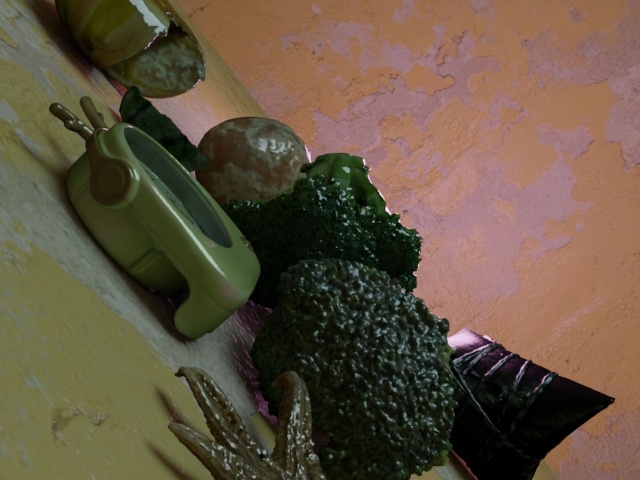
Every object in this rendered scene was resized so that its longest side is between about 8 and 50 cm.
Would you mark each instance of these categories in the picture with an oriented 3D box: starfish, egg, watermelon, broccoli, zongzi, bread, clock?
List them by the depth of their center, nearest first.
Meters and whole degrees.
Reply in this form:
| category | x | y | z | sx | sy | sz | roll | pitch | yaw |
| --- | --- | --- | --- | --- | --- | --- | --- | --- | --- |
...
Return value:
| category | x | y | z | sx | sy | sz | roll | pitch | yaw |
| --- | --- | --- | --- | --- | --- | --- | --- | --- | --- |
| starfish | -0.003 | 0.245 | 0.975 | 0.327 | 0.094 | 0.375 | 43 | 9 | 34 |
| clock | -0.201 | -0.038 | 1.184 | 0.308 | 0.096 | 0.235 | 50 | 9 | -6 |
| broccoli | 0.054 | 0.164 | 1.244 | 0.260 | 0.235 | 0.288 | 39 | 50 | -51 |
| broccoli | 0.000 | 0.000 | 1.456 | 0.308 | 0.308 | 0.275 | 40 | 48 | -52 |
| watermelon | -0.246 | -0.152 | 1.595 | 0.187 | 0.071 | 0.139 | 44 | -1 | 18 |
| egg | -0.112 | -0.114 | 1.706 | 0.233 | 0.195 | 0.195 | 29 | 20 | -39 |
| bread | -0.336 | -0.367 | 1.726 | 0.333 | 0.160 | 0.333 | 50 | 6 | -7 |
| zongzi | 0.365 | 0.300 | 1.952 | 0.319 | 0.362 | 0.383 | -22 | 72 | -51 |
